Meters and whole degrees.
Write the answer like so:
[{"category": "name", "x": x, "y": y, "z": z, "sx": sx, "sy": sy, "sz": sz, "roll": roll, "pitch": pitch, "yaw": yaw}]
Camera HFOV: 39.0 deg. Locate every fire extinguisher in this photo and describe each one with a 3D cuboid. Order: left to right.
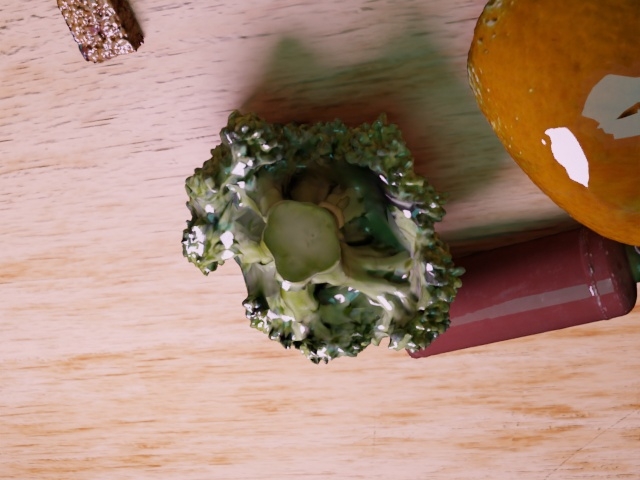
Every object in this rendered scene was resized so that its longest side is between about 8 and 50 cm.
[{"category": "fire extinguisher", "x": 0.257, "y": 0.053, "z": 1.001, "sx": 0.337, "sy": 0.106, "sz": 0.147, "roll": -14, "pitch": 158, "yaw": 22}]

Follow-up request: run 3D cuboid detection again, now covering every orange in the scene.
[{"category": "orange", "x": 0.296, "y": -0.127, "z": 0.798, "sx": 0.262, "sy": 0.196, "sz": 0.334, "roll": -39, "pitch": 108, "yaw": 20}]

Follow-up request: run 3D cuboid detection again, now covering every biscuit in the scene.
[{"category": "biscuit", "x": -0.238, "y": -0.261, "z": 0.865, "sx": 0.064, "sy": 0.034, "sz": 0.199, "roll": -10, "pitch": 128, "yaw": 19}]

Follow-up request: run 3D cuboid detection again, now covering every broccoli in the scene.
[{"category": "broccoli", "x": 0.002, "y": -0.012, "z": 0.912, "sx": 0.288, "sy": 0.235, "sz": 0.260, "roll": 4, "pitch": 150, "yaw": 3}]
